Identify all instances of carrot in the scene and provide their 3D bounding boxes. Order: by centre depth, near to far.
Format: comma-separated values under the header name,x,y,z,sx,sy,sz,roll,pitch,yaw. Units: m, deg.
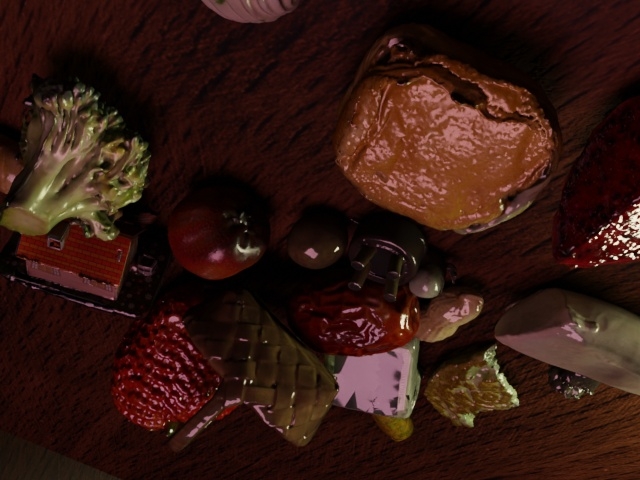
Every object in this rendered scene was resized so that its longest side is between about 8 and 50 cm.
name,x,y,z,sx,sy,sz,roll,pitch,yaw
carrot,0.162,0.401,2.058,0.082,0.082,0.173,-3,136,28

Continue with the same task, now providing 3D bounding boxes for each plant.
name,x,y,z,sx,sy,sz,roll,pitch,yaw
plant,0.492,0.244,1.672,0.094,0.092,0.143,15,142,-13

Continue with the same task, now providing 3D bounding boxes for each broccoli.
name,x,y,z,sx,sy,sz,roll,pitch,yaw
broccoli,-0.393,-0.108,1.385,0.247,0.246,0.288,-1,145,36

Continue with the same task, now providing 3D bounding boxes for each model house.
name,x,y,z,sx,sy,sz,roll,pitch,yaw
model house,-0.418,-0.010,1.591,0.293,0.207,0.154,17,142,-1

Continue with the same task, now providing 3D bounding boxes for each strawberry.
name,x,y,z,sx,sy,sz,roll,pitch,yaw
strawberry,-0.277,0.232,1.878,0.311,0.267,0.351,3,123,-29

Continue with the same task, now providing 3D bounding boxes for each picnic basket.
name,x,y,z,sx,sy,sz,roll,pitch,yaw
picnic basket,-0.163,0.282,1.657,0.337,0.337,0.293,15,176,2

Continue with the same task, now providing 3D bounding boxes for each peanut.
name,x,y,z,sx,sy,sz,roll,pitch,yaw
peanut,0.232,0.134,1.631,0.082,0.082,0.187,24,145,-11

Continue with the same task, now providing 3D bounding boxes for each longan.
name,x,y,z,sx,sy,sz,roll,pitch,yaw
longan,0.000,0.000,1.522,0.106,0.106,0.119,-14,176,38

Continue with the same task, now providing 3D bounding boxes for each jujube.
name,x,y,z,sx,sy,sz,roll,pitch,yaw
jujube,0.057,0.133,1.621,0.250,0.174,0.174,2,145,29

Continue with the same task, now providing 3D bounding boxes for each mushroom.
name,x,y,z,sx,sy,sz,roll,pitch,yaw
mushroom,0.518,0.185,1.527,0.407,0.138,0.154,18,136,-7

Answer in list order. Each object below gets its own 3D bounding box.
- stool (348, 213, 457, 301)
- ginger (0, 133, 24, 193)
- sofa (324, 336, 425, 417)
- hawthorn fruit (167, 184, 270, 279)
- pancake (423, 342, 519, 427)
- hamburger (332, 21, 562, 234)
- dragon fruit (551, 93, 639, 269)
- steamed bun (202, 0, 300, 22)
name,x,y,z,sx,sy,sz,roll,pitch,yaw
stool,0.132,0.041,1.500,0.217,0.121,0.125,33,141,-15
ginger,-0.659,-0.220,1.479,0.348,0.122,0.363,10,152,14
sofa,0.116,0.232,1.825,0.210,0.176,0.226,7,117,15
hawthorn fruit,-0.184,-0.008,1.529,0.169,0.169,0.188,37,141,-28
pancake,0.328,0.312,1.881,0.197,0.054,0.377,17,149,2
hamburger,0.170,-0.144,1.165,0.318,0.158,0.319,12,147,8
dragon fruit,0.454,-0.094,1.150,0.205,0.152,0.317,10,144,-29
steamed bun,-0.095,-0.333,1.050,0.182,0.106,0.183,11,145,8
